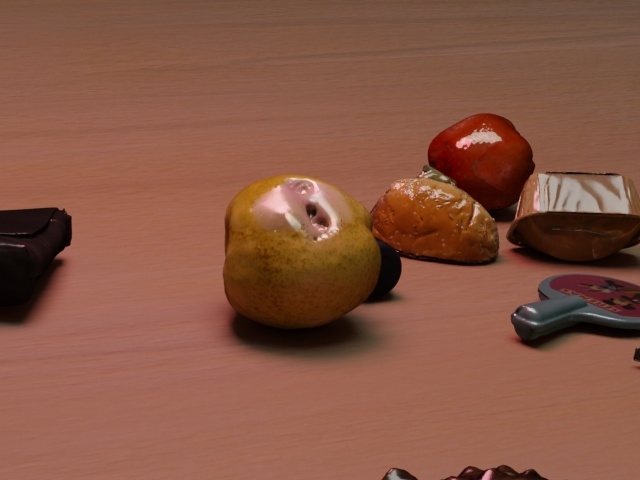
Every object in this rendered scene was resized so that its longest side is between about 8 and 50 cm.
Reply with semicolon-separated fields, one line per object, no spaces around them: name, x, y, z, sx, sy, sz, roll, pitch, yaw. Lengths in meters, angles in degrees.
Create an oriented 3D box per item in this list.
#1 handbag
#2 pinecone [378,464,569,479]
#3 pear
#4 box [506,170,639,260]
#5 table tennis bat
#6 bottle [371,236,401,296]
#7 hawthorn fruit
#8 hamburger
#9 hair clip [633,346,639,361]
handbag;-0.406;0.012;1.850;0.247;0.080;0.223;3;12;2
pinecone;0.123;0.263;1.014;0.298;0.242;0.296;-11;34;-42
pear;-0.021;0.013;1.798;0.178;0.178;0.178;5;19;-2
box;0.319;-0.025;2.095;0.177;0.111;0.111;2;19;-5
table tennis bat;0.297;0.076;1.904;0.153;0.040;0.244;22;21;39
bottle;0.000;0.000;1.986;0.072;0.082;0.244;-50;39;-10
hawthorn fruit;0.207;-0.100;2.231;0.138;0.133;0.133;-16;25;-18
hamburger;0.132;-0.031;2.064;0.176;0.102;0.087;11;32;15
hair clip;0.417;0.120;1.784;0.173;0.049;0.049;2;19;-4
